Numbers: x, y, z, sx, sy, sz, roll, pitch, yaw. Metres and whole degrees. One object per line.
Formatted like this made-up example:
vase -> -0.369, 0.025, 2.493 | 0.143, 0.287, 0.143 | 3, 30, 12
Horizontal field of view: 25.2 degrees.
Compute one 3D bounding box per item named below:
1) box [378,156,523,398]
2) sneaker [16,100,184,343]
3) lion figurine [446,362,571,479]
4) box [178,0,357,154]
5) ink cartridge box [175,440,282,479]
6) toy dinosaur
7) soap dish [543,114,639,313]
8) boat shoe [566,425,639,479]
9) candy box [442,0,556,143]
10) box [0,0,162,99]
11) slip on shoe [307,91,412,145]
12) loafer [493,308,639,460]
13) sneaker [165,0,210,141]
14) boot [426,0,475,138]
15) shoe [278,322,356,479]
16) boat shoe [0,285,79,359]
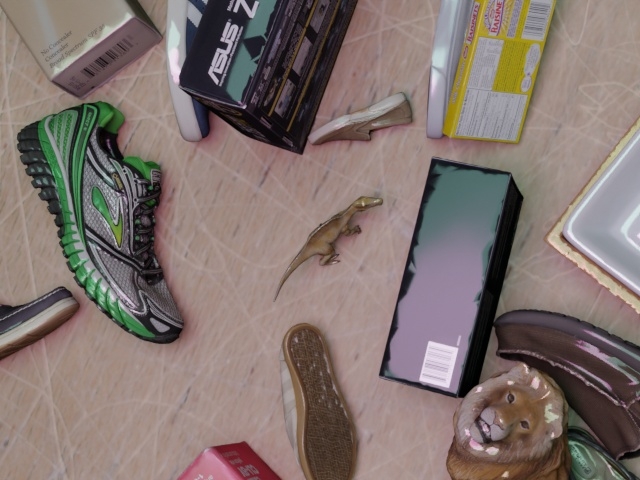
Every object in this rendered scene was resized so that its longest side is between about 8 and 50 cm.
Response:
box -> 0.158, 0.050, 1.689 | 0.103, 0.184, 0.261 | 13, 86, 16
sneaker -> -0.257, -0.026, 1.809 | 0.146, 0.134, 0.344 | -28, 78, 6
lion figurine -> 0.251, 0.346, 1.645 | 0.240, 0.142, 0.392 | -33, 97, 12
box -> -0.022, -0.320, 1.701 | 0.097, 0.318, 0.395 | 19, 89, 14
ink cartridge box -> -0.071, 0.472, 1.697 | 0.384, 0.160, 0.279 | 43, 93, 13
toy dinosaur -> 0.000, 0.000, 1.773 | 0.183, 0.092, 0.053 | -44, 77, 4
soap dish -> 0.446, 0.000, 1.670 | 0.291, 0.118, 0.229 | 39, 92, 13
boat shoe -> 0.350, 0.311, 1.675 | 0.080, 0.073, 0.223 | -43, 76, 6
candy box -> 0.218, -0.220, 1.725 | 0.105, 0.027, 0.206 | 4, 109, -28
box -> -0.360, -0.356, 1.874 | 0.148, 0.121, 0.311 | -37, 78, 5
slip on shoe -> 0.051, -0.143, 1.806 | 0.135, 0.051, 0.041 | -23, 91, 2
loafer -> 0.351, 0.187, 1.639 | 0.366, 0.134, 0.130 | 24, 87, 25
sneaker -> -0.124, -0.301, 1.823 | 0.148, 0.131, 0.350 | 0, 91, -6
boot -> 0.203, -0.247, 1.764 | 0.123, 0.095, 0.258 | 9, 92, 4
shoe -> -0.007, 0.211, 1.774 | 0.076, 0.058, 0.219 | -8, 85, -21
boat shoe -> -0.449, 0.119, 1.849 | 0.285, 0.103, 0.092 | -27, 84, 13
